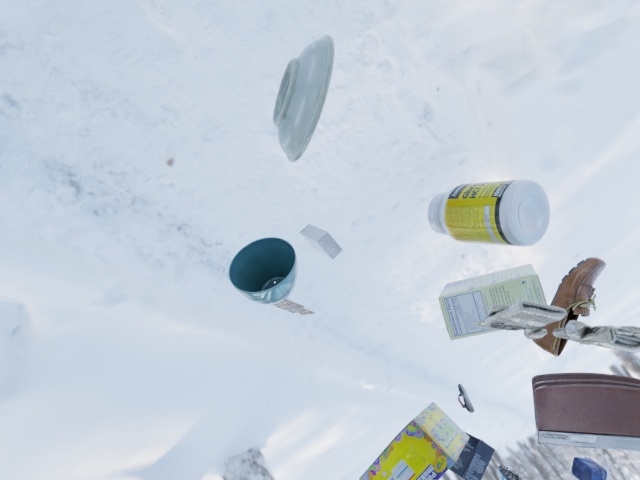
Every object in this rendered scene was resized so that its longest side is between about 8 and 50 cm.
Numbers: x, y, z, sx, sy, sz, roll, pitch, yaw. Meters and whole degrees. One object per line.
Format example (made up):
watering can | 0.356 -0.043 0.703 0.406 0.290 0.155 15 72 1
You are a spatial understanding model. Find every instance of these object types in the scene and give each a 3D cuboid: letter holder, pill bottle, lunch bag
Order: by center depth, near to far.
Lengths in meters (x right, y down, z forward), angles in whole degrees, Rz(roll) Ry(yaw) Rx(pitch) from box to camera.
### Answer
letter holder | 0.760 0.451 1.291 0.302 0.214 0.152 -5 143 22
pill bottle | 0.490 -0.082 1.396 0.188 0.334 0.188 -2 93 -30
lunch bag | 0.871 0.747 1.488 0.065 0.098 0.067 6 98 -13

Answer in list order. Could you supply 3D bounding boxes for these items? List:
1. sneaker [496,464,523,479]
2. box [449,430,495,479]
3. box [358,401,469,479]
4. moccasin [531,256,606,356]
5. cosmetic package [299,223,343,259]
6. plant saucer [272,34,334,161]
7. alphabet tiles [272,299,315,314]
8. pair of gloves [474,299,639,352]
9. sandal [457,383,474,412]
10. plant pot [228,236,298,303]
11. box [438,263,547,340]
sneaker | 0.580 0.761 1.314 0.085 0.237 0.086 15 121 -47
box | 0.560 0.830 1.784 0.093 0.156 0.158 37 76 -17
box | 0.326 0.740 1.576 0.290 0.177 0.279 -54 156 13
moccasin | 0.904 0.236 1.648 0.139 0.147 0.380 26 98 -40
cosmetic package | 0.000 0.000 1.800 0.060 0.239 0.099 -42 110 -8
plant saucer | -0.074 -0.452 1.454 0.100 0.400 0.400 14 131 -16
alphabet tiles | -0.152 0.309 2.184 0.237 0.009 0.198 24 157 -23
pair of gloves | 0.414 0.156 0.801 0.240 0.042 0.204 13 167 -2
sandal | 0.612 0.681 1.975 0.040 0.067 0.179 -36 -171 12
plant pot | -0.215 0.157 1.955 0.290 0.290 0.195 -29 136 -8
box | 0.454 0.158 1.220 0.243 0.117 0.213 -16 179 20
